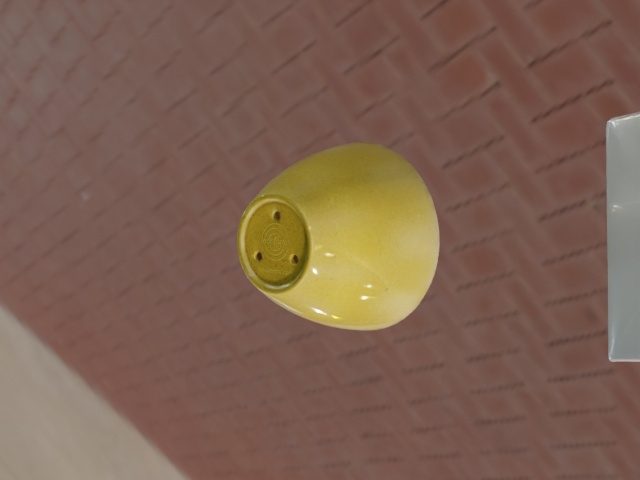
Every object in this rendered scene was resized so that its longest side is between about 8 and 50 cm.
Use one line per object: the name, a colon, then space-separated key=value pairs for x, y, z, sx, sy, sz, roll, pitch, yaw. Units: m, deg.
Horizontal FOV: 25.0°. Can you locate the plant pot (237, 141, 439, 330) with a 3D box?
plant pot: x=0.000 y=0.000 z=0.989 sx=0.134 sy=0.095 sz=0.134 roll=4 pitch=96 yaw=40

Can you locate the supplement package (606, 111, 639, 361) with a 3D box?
supplement package: x=0.298 y=-0.003 z=0.801 sx=0.194 sy=0.203 sz=0.149 roll=-8 pitch=81 yaw=64
